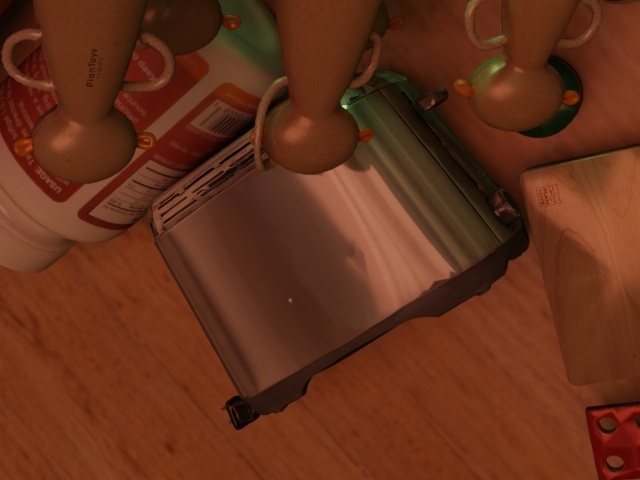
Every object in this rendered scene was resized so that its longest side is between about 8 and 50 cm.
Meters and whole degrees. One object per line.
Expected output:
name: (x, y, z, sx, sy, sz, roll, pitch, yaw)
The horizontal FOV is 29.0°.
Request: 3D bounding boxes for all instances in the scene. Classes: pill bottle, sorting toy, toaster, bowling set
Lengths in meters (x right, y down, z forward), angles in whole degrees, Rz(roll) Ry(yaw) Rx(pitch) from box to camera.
pill bottle: (-0.130, -0.077, 0.763, 0.216, 0.121, 0.121, -38, 90, 22)
sorting toy: (0.199, 0.015, 0.720, 0.132, 0.046, 0.274, -12, 99, 20)
toaster: (0.000, 0.000, 0.741, 0.227, 0.129, 0.146, -33, 88, 25)
bowling set: (-0.015, -0.136, 0.637, 0.287, 0.200, 0.154, 1, 123, -14)

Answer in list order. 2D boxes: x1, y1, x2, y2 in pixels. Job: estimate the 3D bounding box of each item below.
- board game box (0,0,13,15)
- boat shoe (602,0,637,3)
board game box: (-0.372, -0.234, 0.601, 0.356, 0.356, 0.356, 32, 74, 8)
boat shoe: (0.069, -0.216, 0.677, 0.285, 0.092, 0.103, 33, 112, 8)
